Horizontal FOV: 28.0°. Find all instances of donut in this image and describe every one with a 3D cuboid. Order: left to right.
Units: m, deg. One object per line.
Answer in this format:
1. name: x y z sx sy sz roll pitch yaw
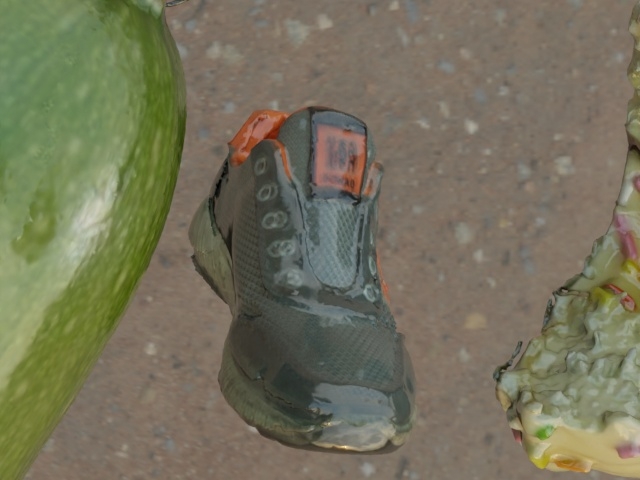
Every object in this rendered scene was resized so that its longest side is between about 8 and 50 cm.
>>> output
1. donut: 0.272 0.006 0.940 0.307 0.150 0.371 13 97 -62

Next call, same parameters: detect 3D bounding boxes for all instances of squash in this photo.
1. squash: -0.219 -0.040 0.643 0.310 0.310 0.308 33 90 -31

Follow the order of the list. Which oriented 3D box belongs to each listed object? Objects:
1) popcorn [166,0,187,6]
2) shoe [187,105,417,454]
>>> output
1. popcorn: -0.245 -0.252 1.209 0.195 0.168 0.173 -32 76 -24
2. shoe: 0.000 0.000 0.869 0.132 0.336 0.171 8 115 -19
